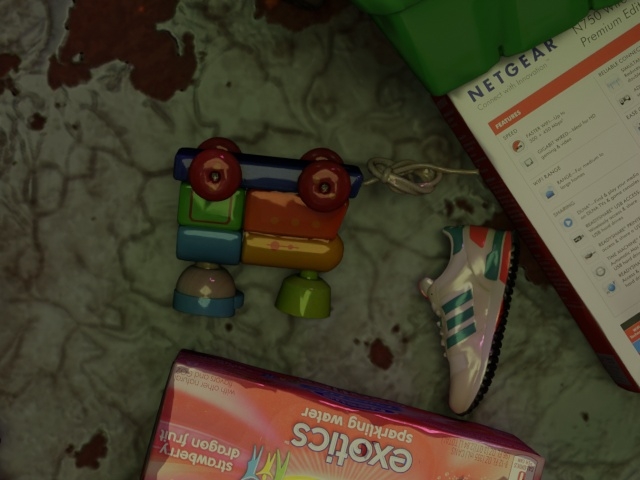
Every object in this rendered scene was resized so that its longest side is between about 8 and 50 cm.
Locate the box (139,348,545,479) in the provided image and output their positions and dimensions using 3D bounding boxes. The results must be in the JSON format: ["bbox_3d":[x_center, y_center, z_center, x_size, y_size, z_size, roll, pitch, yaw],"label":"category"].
[{"bbox_3d":[0.009,0.199,1.253,0.300,0.142,0.154,16,90,-3],"label":"box"}]

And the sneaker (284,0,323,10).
[{"bbox_3d":[-0.064,-0.265,1.288,0.188,0.066,0.071,34,87,-3],"label":"sneaker"}]

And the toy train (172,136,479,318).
[{"bbox_3d":[0.000,0.000,1.279,0.248,0.105,0.143,6,100,-3],"label":"toy train"}]

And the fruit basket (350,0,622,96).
[{"bbox_3d":[0.126,-0.347,1.157,0.392,0.392,0.283,-27,48,-3],"label":"fruit basket"}]

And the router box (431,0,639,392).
[{"bbox_3d":[0.314,-0.090,1.299,0.335,0.082,0.301,-33,91,-3],"label":"router box"}]

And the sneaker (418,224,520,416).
[{"bbox_3d":[0.116,0.063,1.309,0.075,0.057,0.161,13,91,14],"label":"sneaker"}]
